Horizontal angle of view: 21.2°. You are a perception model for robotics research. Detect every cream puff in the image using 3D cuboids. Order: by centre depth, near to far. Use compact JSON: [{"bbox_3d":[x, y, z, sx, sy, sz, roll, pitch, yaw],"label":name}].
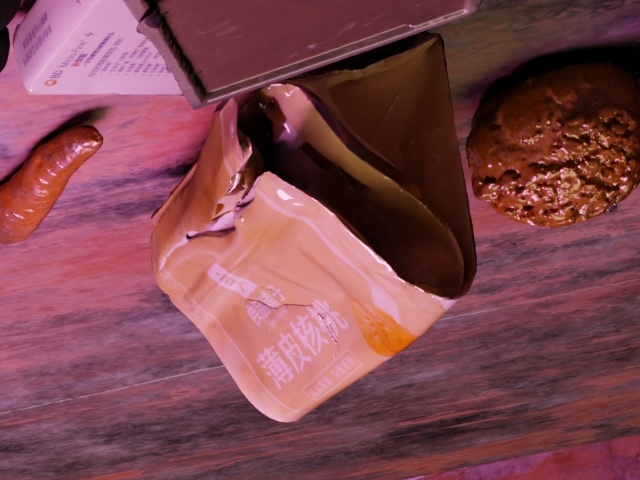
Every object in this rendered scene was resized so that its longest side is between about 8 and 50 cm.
[{"bbox_3d":[0.192,-0.069,1.358,0.150,0.115,0.165,-7,163,-14],"label":"cream puff"}]

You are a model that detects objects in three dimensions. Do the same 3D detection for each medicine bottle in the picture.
[{"bbox_3d":[-0.082,-0.148,1.069,0.171,0.052,0.201,-4,162,-30],"label":"medicine bottle"}]

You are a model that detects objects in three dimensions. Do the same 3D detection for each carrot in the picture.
[{"bbox_3d":[-0.217,-0.048,1.341,0.047,0.047,0.191,2,155,-32],"label":"carrot"}]

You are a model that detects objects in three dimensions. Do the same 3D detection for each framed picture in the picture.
[{"bbox_3d":[-0.001,-0.145,0.990,0.209,0.019,0.281,-19,170,0],"label":"framed picture"}]

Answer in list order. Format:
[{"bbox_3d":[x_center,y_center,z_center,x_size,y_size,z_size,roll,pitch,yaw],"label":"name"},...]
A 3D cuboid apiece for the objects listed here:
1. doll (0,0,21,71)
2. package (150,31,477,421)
[{"bbox_3d":[-0.260,-0.093,1.050,0.135,0.143,0.234,10,160,-8],"label":"doll"},{"bbox_3d":[-0.031,-0.005,1.290,0.165,0.221,0.311,2,160,-22],"label":"package"}]
